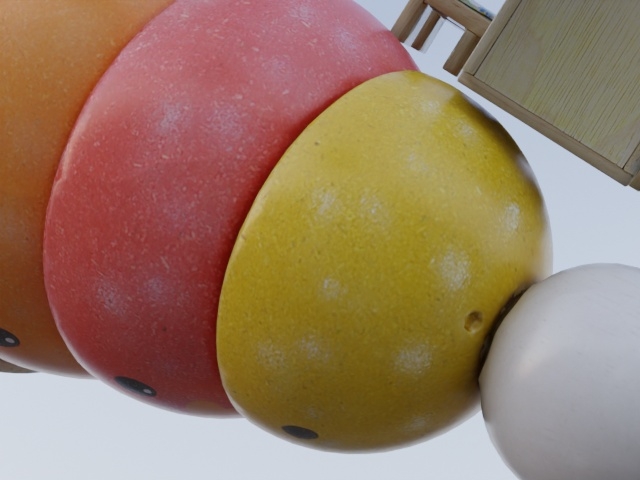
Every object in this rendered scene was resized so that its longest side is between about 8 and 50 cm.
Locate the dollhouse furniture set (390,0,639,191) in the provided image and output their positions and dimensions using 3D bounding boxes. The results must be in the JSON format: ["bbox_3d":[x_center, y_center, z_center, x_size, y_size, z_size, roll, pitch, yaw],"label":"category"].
[{"bbox_3d":[0.171,-0.131,0.612,0.212,0.161,0.242,33,12,6],"label":"dollhouse furniture set"}]

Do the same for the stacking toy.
[{"bbox_3d":[0.000,0.000,0.584,0.480,0.350,0.350,27,-19,35],"label":"stacking toy"}]
